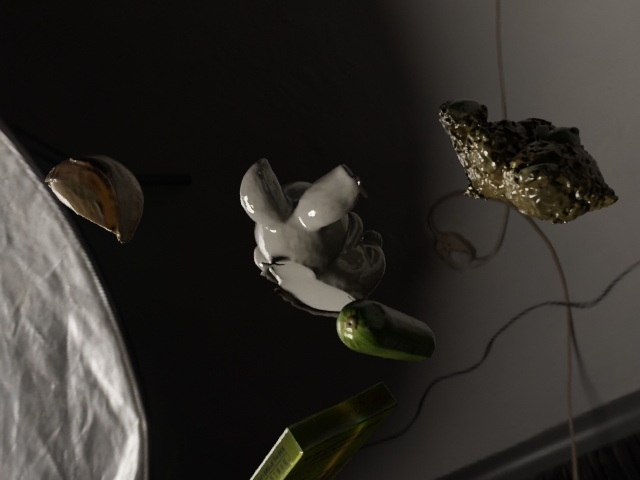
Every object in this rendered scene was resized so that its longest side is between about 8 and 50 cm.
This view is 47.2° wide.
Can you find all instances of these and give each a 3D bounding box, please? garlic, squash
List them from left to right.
[{"bbox_3d":[-0.343,-0.082,1.129,0.196,0.087,0.101,30,85,23],"label":"garlic"},{"bbox_3d":[0.084,0.115,0.905,0.066,0.066,0.229,-32,153,18],"label":"squash"}]

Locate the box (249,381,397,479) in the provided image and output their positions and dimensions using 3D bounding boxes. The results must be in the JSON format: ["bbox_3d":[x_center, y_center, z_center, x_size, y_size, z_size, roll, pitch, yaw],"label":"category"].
[{"bbox_3d":[-0.024,0.323,1.041,0.173,0.043,0.311,-15,148,-39],"label":"box"}]

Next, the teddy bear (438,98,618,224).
[{"bbox_3d":[0.324,-0.116,1.135,0.267,0.256,0.156,9,103,-31],"label":"teddy bear"}]

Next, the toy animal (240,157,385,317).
[{"bbox_3d":[-0.006,0.002,1.119,0.209,0.154,0.325,4,153,7],"label":"toy animal"}]
